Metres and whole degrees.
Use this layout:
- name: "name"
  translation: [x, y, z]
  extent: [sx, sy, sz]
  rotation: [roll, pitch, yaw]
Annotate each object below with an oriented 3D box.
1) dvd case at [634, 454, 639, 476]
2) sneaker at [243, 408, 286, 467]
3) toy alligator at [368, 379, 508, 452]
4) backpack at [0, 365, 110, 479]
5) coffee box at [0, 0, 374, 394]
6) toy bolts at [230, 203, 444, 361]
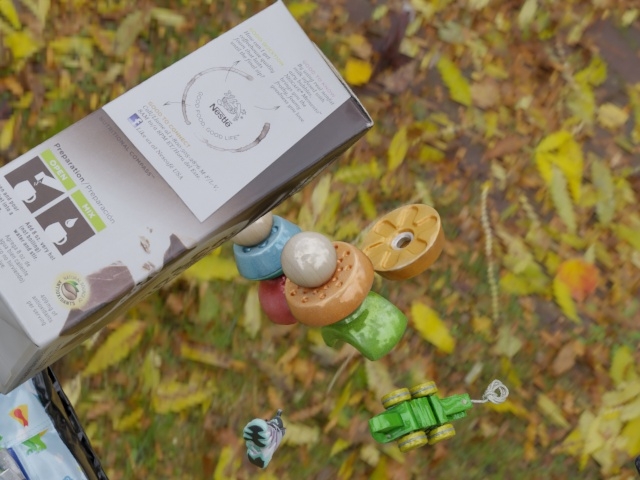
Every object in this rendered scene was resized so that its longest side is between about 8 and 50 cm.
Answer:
- name: "dvd case"
  translation: [0.327, 0.141, 0.871]
  extent: [0.253, 0.022, 0.180]
  rotation: [-34, 42, 16]
- name: "sneaker"
  translation: [-0.066, 0.237, 1.849]
  extent: [0.038, 0.098, 0.069]
  rotation: [27, 55, 14]
- name: "toy alligator"
  translation: [0.106, 0.171, 1.425]
  extent: [0.190, 0.051, 0.056]
  rotation: [-8, 70, -43]
- name: "backpack"
  translation: [-0.288, 0.284, 1.362]
  extent: [0.273, 0.290, 0.355]
  rotation: [-41, 97, -27]
- name: "coffee box"
  translation: [-0.128, -0.031, 1.053]
  extent: [0.297, 0.168, 0.119]
  rotation: [-36, 88, -25]
- name: "toy bolts"
  translation: [0.000, 0.000, 1.631]
  extent: [0.229, 0.158, 0.218]
  rotation: [10, 56, 46]
